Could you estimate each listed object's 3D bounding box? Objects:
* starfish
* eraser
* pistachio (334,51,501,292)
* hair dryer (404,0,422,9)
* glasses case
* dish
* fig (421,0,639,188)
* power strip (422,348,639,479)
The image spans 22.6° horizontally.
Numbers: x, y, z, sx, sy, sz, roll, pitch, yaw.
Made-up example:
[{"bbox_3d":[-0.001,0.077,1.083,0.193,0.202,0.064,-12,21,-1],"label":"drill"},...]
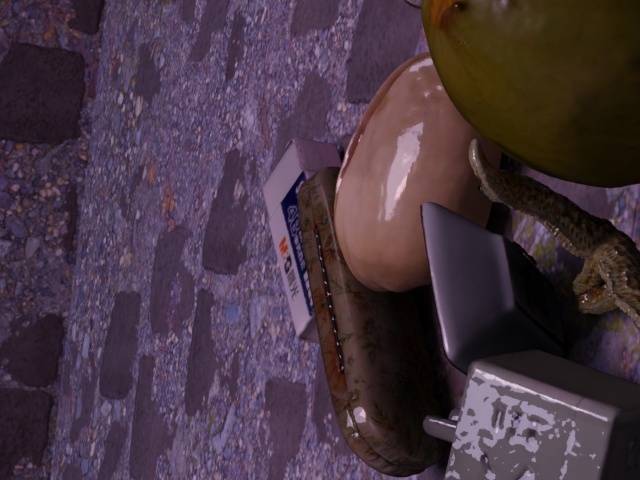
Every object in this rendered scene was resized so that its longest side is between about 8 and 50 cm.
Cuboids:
[{"bbox_3d":[0.273,0.039,1.515,0.078,0.358,0.347,-43,-5,-2],"label":"starfish"},{"bbox_3d":[0.000,0.000,2.218,0.130,0.086,0.287,-57,35,40],"label":"eraser"},{"bbox_3d":[0.116,-0.078,1.878,0.187,0.187,0.299,35,114,62],"label":"pistachio"},{"bbox_3d":[0.173,-0.317,2.004,0.155,0.044,0.183,-63,36,38],"label":"hair dryer"},{"bbox_3d":[0.059,0.093,1.977,0.098,0.156,0.425,-34,49,29],"label":"glasses case"},{"bbox_3d":[0.196,0.070,1.680,0.080,0.243,0.182,-19,60,20],"label":"dish"},{"bbox_3d":[0.246,-0.210,1.450,0.343,0.343,0.343,-30,56,60],"label":"fig"},{"bbox_3d":[0.207,0.188,1.547,0.224,0.139,0.140,19,104,35],"label":"power strip"}]
